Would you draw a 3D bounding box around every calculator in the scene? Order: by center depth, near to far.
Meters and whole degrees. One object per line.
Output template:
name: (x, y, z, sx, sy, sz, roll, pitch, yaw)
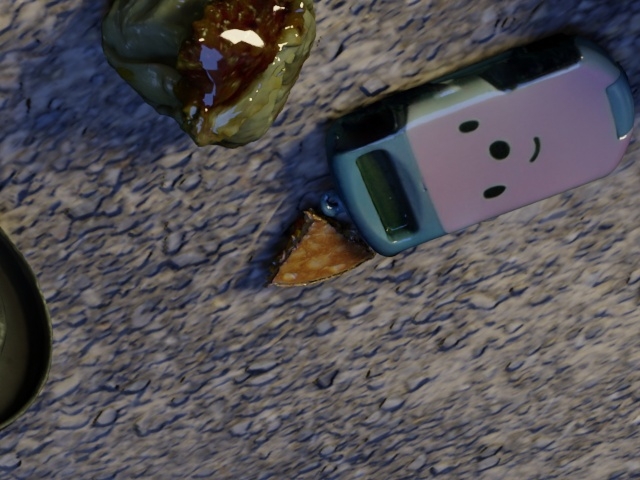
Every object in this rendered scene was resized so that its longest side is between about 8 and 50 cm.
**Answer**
calculator: (0.136, -0.083, 1.548, 0.293, 0.051, 0.173, -21, 137, 5)

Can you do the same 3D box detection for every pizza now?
pizza: (0.005, 0.008, 1.622, 0.099, 0.029, 0.100, 5, 135, -31)

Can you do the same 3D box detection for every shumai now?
shumai: (-0.070, -0.130, 1.380, 0.184, 0.142, 0.184, -6, 132, -7)

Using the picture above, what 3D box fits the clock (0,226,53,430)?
clock: (-0.346, 0.052, 1.391, 0.281, 0.280, 0.055, 22, 131, -32)
